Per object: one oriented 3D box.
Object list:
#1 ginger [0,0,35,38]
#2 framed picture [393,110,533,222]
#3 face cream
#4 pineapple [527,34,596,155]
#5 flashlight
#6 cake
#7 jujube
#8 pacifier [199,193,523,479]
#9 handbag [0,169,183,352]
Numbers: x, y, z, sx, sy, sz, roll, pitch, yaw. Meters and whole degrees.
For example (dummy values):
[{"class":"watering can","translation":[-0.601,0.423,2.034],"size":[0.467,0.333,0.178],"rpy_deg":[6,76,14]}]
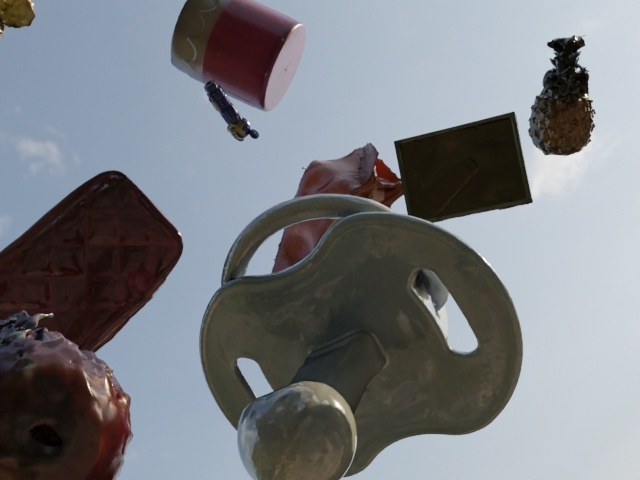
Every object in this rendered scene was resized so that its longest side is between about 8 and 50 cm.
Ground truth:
[{"class":"ginger","translation":[-0.471,-0.317,1.030],"size":[0.157,0.216,0.102],"rpy_deg":[-35,-31,-8]},{"class":"framed picture","translation":[0.167,-0.082,0.910],"size":[0.149,0.109,0.011],"rpy_deg":[-11,-6,21]},{"class":"face cream","translation":[-0.147,-0.349,1.392],"size":[0.175,0.195,0.175],"rpy_deg":[-62,-9,-17]},{"class":"pineapple","translation":[0.382,-0.230,1.198],"size":[0.108,0.108,0.198],"rpy_deg":[-19,-50,-14]},{"class":"flashlight","translation":[-0.152,-0.209,1.268],"size":[0.121,0.057,0.035],"rpy_deg":[54,-130,-33]},{"class":"cake","translation":[0.005,0.002,1.016],"size":[0.098,0.135,0.287],"rpy_deg":[19,-79,-43]},{"class":"jujube","translation":[-0.152,0.094,0.401],"size":[0.104,0.104,0.166],"rpy_deg":[-13,-2,-22]},{"class":"pacifier","translation":[0.004,0.097,0.587],"size":[0.287,0.238,0.226],"rpy_deg":[-26,13,25]},{"class":"handbag","translation":[-0.261,0.040,0.829],"size":[0.225,0.146,0.135],"rpy_deg":[-47,6,-24]}]
